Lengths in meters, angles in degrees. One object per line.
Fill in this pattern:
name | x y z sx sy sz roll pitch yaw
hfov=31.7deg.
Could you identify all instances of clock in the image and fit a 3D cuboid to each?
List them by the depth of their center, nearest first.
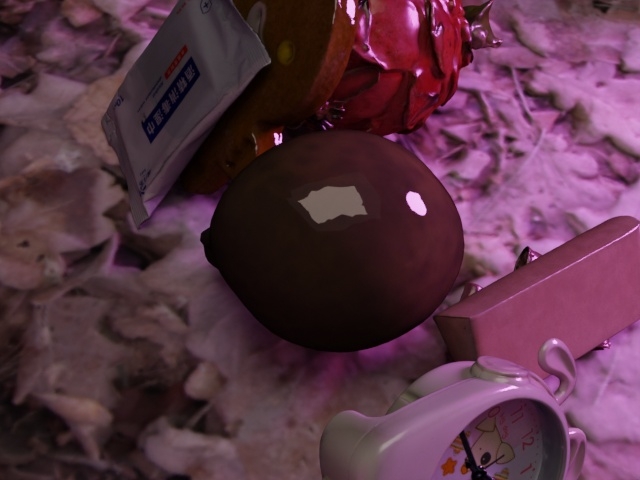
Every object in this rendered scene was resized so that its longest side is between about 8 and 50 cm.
clock | 0.096 0.147 0.731 0.191 0.151 0.062 -25 29 -26

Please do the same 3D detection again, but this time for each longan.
longan | 0.000 0.000 0.813 0.204 0.185 0.159 -2 79 35

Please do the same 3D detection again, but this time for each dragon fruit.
dragon fruit | 0.039 -0.169 0.939 0.210 0.172 0.172 -26 59 -30

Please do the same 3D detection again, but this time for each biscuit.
biscuit | -0.052 -0.134 0.875 0.039 0.236 0.179 11 56 -36

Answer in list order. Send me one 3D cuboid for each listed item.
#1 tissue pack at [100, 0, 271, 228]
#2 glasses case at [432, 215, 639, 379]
tissue pack | -0.115 -0.116 0.895 0.026 0.193 0.122 7 46 -41
glasses case | 0.162 0.060 0.842 0.194 0.102 0.070 -25 21 -31
